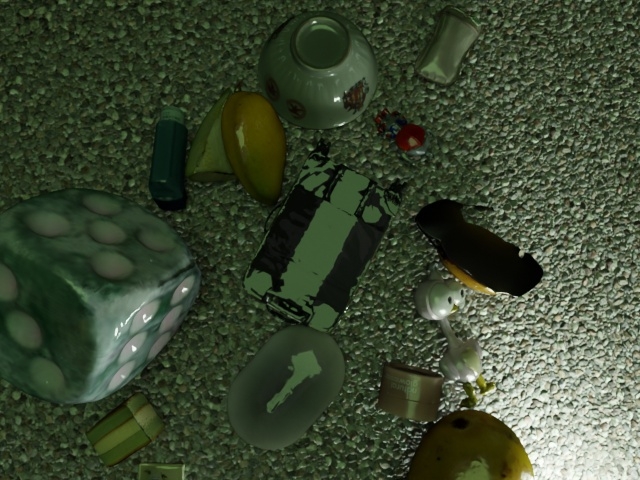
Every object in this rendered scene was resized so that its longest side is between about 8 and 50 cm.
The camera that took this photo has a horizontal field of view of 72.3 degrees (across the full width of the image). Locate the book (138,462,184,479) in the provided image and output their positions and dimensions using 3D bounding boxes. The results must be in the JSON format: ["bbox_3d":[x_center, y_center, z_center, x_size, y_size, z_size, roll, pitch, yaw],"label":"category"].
[{"bbox_3d":[-0.402,0.603,1.105,0.111,0.014,0.077,3,85,-3],"label":"book"}]

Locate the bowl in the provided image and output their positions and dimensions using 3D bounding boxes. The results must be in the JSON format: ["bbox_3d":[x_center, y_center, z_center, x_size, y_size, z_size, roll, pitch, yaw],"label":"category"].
[{"bbox_3d":[-0.003,-0.477,1.146,0.338,0.157,0.336,0,84,-3],"label":"bowl"}]

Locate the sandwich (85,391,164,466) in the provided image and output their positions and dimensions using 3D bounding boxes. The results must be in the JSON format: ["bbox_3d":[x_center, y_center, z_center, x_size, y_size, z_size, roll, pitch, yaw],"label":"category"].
[{"bbox_3d":[-0.488,0.469,1.049,0.187,0.144,0.117,-36,86,-6],"label":"sandwich"}]

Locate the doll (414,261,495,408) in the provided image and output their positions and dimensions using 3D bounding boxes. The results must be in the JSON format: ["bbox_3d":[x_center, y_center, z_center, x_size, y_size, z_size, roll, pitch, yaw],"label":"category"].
[{"bbox_3d":[0.336,0.232,1.124,0.160,0.094,0.364,-18,92,-36],"label":"doll"}]

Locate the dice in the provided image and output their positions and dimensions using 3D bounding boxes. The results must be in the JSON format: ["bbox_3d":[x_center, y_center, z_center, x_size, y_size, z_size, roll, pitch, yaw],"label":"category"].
[{"bbox_3d":[-0.489,0.113,0.934,0.348,0.330,0.327,32,115,1],"label":"dice"}]

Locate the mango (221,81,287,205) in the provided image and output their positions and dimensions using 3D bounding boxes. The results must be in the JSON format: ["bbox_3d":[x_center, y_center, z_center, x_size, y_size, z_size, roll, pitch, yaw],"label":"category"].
[{"bbox_3d":[-0.164,-0.243,1.124,0.177,0.119,0.316,-16,99,-47],"label":"mango"}]

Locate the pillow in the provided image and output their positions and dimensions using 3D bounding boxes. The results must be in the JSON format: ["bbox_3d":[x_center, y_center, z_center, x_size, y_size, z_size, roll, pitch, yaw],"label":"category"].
[{"bbox_3d":[0.360,-0.544,1.228,0.131,0.038,0.232,27,85,-3],"label":"pillow"}]

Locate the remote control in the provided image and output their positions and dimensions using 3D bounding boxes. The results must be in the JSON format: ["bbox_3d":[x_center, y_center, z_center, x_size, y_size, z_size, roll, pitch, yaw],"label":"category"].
[{"bbox_3d":[-0.086,0.364,1.097,0.221,0.103,0.332,41,84,7],"label":"remote control"}]

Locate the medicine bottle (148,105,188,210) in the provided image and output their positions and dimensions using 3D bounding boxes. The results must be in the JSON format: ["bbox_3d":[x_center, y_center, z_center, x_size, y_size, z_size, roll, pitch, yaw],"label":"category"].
[{"bbox_3d":[-0.390,-0.214,1.136,0.079,0.124,0.258,-1,74,1],"label":"medicine bottle"}]

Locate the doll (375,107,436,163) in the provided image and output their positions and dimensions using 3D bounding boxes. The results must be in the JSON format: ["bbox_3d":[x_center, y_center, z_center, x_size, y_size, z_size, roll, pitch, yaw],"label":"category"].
[{"bbox_3d":[0.234,-0.282,1.191,0.195,0.062,0.104,41,67,9],"label":"doll"}]

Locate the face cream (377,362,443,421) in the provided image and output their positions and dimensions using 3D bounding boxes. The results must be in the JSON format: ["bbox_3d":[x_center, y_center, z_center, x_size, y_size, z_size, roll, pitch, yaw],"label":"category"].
[{"bbox_3d":[0.223,0.372,1.089,0.149,0.149,0.104,10,84,-2],"label":"face cream"}]

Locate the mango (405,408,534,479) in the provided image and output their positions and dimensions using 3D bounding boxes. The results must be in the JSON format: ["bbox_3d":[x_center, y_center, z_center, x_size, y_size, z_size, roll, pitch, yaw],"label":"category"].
[{"bbox_3d":[0.339,0.629,1.030,0.300,0.232,0.445,14,86,-18],"label":"mango"}]

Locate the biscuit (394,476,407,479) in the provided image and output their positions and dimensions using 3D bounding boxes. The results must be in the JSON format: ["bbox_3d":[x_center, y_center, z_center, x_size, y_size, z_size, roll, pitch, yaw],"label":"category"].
[{"bbox_3d":[0.201,0.759,1.112,0.187,0.036,0.273,-20,86,-4],"label":"biscuit"}]

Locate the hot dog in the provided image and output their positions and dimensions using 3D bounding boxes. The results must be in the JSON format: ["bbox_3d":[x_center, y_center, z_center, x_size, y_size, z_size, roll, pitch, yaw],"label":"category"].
[{"bbox_3d":[0.401,0.024,1.154,0.194,0.107,0.326,-36,78,-15],"label":"hot dog"}]

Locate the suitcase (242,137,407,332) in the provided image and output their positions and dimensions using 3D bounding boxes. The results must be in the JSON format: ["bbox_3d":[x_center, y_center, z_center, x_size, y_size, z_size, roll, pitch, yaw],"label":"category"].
[{"bbox_3d":[0.000,0.000,1.086,0.283,0.194,0.433,27,84,0],"label":"suitcase"}]

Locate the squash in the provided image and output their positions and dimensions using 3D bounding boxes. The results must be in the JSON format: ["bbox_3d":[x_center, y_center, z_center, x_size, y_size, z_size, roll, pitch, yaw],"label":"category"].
[{"bbox_3d":[-0.296,-0.281,1.137,0.093,0.170,0.251,-13,86,40],"label":"squash"}]
